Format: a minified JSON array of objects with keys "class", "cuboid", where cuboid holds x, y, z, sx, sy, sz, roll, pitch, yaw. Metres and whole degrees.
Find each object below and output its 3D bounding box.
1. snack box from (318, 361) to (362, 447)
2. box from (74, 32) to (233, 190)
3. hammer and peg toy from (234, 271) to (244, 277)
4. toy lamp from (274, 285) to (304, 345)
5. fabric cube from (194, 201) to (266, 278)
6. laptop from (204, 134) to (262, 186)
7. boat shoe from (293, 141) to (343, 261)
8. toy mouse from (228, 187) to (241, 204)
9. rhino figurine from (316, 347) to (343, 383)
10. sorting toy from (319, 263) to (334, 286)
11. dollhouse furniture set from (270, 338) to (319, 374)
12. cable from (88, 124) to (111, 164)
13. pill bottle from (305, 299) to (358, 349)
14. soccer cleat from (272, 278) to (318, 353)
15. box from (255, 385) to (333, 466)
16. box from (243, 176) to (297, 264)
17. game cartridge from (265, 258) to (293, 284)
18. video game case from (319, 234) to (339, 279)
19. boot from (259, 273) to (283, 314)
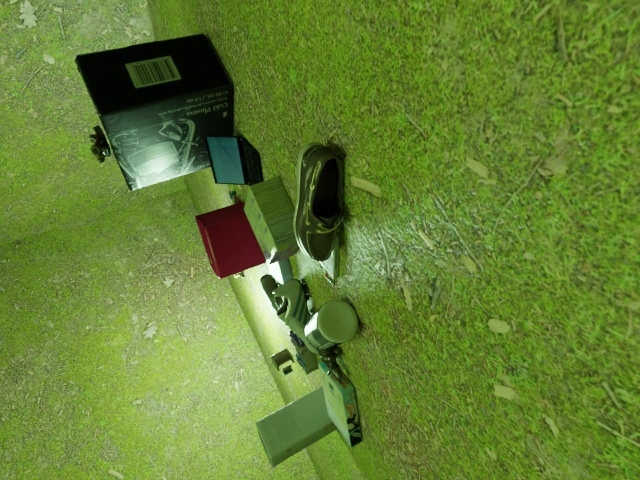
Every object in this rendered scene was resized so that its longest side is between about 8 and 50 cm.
[{"class":"snack box","cuboid":[0.079,0.650,1.608,0.187,0.060,0.322,38,143,52]},{"class":"box","cuboid":[-0.629,-0.506,1.630,0.298,0.479,0.472,61,158,16]},{"class":"hammer and peg toy","cuboid":[-0.451,0.043,2.223,0.266,0.127,0.362,23,131,59]},{"class":"toy lamp","cuboid":[-0.128,0.335,1.791,0.080,0.080,0.275,0,107,68]},{"class":"fabric cube","cuboid":[-0.420,-0.010,1.909,0.254,0.258,0.259,31,137,59]},{"class":"laptop","cuboid":[-0.346,-0.288,1.632,0.264,0.136,0.235,49,152,41]},{"class":"boat shoe","cuboid":[0.002,-0.077,1.015,0.096,0.116,0.325,42,138,50]},{"class":"toy mouse","cuboid":[-0.441,-0.214,2.076,0.161,0.031,0.143,37,144,56]},{"class":"rhino figurine","cuboid":[0.032,0.416,1.481,0.106,0.073,0.244,-16,96,65]},{"class":"sorting toy","cuboid":[0.020,0.106,1.294,0.083,0.012,0.062,46,150,44]},{"class":"dollhouse furniture set","cuboid":[-0.127,0.542,1.831,0.129,0.183,0.130,29,136,59]},{"class":"cable","cuboid":[-0.881,-0.383,1.591,0.287,0.072,0.140,27,131,58]},{"class":"pill bottle","cuboid":[0.024,0.279,1.289,0.131,0.130,0.246,63,159,13]},{"class":"soccer cleat","cuboid":[-0.096,0.315,1.594,0.116,0.143,0.332,14,123,65]},{"class":"box","cuboid":[-0.107,0.866,1.870,0.168,0.345,0.215,55,155,32]},{"class":"box","cuboid":[-0.169,-0.065,1.443,0.243,0.117,0.213,65,159,11]},{"class":"game cartridge","cuboid":[-0.197,0.049,1.715,0.196,0.060,0.295,12,122,61]},{"class":"video game case","cuboid":[0.000,0.000,1.229,0.190,0.022,0.173,49,151,40]},{"class":"boot","cuboid":[-0.198,0.283,1.929,0.161,0.083,0.247,23,137,52]}]
